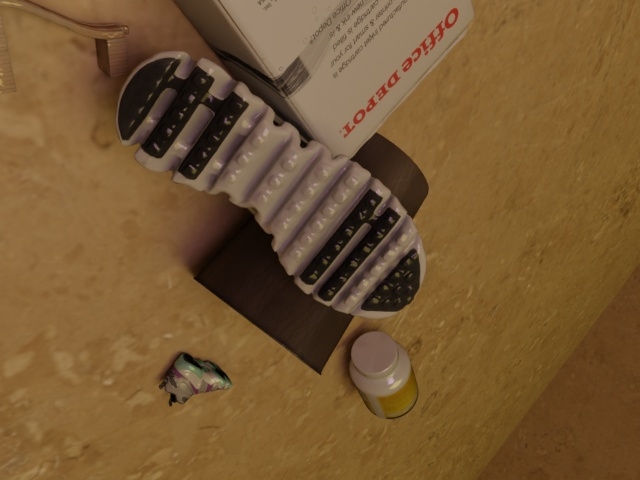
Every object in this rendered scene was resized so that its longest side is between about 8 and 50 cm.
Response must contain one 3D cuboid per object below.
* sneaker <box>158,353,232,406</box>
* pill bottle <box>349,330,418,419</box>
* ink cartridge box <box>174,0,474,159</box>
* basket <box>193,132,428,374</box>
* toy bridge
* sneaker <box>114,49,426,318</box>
[{"bbox_3d":[-0.160,0.183,0.732,0.069,0.038,0.098,-48,135,1],"label":"sneaker"},{"bbox_3d":[0.107,0.228,1.000,0.103,0.103,0.184,-40,144,-13],"label":"pill bottle"},{"bbox_3d":[-0.005,-0.218,0.457,0.197,0.114,0.273,-48,144,-4],"label":"ink cartridge box"},{"bbox_3d":[0.000,0.000,0.625,0.154,0.204,0.226,42,80,-24],"label":"basket"},{"bbox_3d":[-0.217,-0.130,0.388,0.188,0.026,0.063,-22,135,-34],"label":"toy bridge"},{"bbox_3d":[-0.026,-0.047,0.493,0.292,0.118,0.110,41,99,-18],"label":"sneaker"}]
